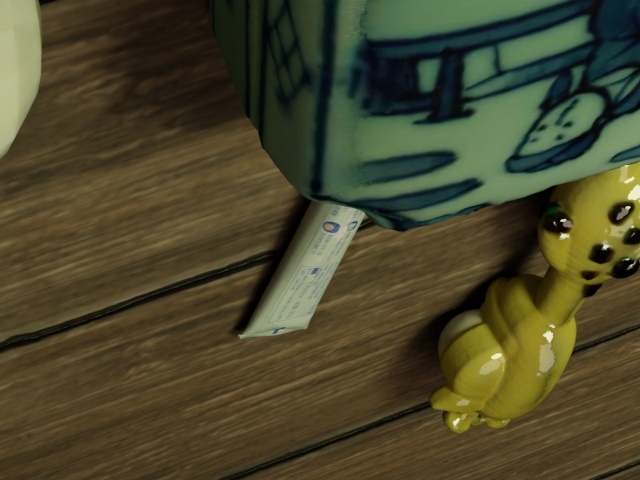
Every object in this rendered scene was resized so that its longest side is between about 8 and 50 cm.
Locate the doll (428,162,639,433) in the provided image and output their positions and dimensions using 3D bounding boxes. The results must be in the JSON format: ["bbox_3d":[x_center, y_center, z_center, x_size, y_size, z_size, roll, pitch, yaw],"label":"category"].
[{"bbox_3d":[0.165,0.035,1.149,0.117,0.086,0.291,-1,138,-29],"label":"doll"}]

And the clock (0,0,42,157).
[{"bbox_3d":[-0.302,-0.053,0.609,0.342,0.184,0.326,-31,153,16],"label":"clock"}]

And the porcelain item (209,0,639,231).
[{"bbox_3d":[0.096,-0.148,0.769,0.281,0.157,0.286,-15,146,-16],"label":"porcelain item"}]

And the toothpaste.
[{"bbox_3d":[0.000,0.000,1.031,0.052,0.033,0.218,-7,146,-27],"label":"toothpaste"}]
